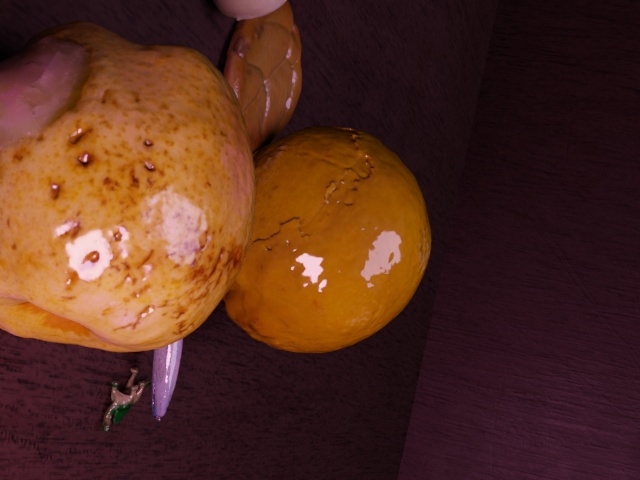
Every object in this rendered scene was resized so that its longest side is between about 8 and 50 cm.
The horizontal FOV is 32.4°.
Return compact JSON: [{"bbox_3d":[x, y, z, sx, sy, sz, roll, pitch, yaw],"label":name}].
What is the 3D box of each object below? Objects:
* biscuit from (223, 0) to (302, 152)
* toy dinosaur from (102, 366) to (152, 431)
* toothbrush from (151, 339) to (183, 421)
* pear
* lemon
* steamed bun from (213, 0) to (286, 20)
[{"bbox_3d":[-0.075,-0.212,1.446,0.260,0.041,0.203,-61,155,-50],"label":"biscuit"},{"bbox_3d":[-0.219,0.180,1.263,0.060,0.029,0.119,-67,171,14],"label":"toy dinosaur"},{"bbox_3d":[-0.166,0.002,1.256,0.042,0.035,0.414,0,95,-56],"label":"toothbrush"},{"bbox_3d":[-0.175,-0.041,0.880,0.271,0.271,0.271,10,90,-73],"label":"pear"},{"bbox_3d":[0.000,0.000,1.421,0.297,0.297,0.297,10,90,-73],"label":"lemon"},{"bbox_3d":[-0.075,-0.325,1.297,0.113,0.090,0.130,79,28,-47],"label":"steamed bun"}]
